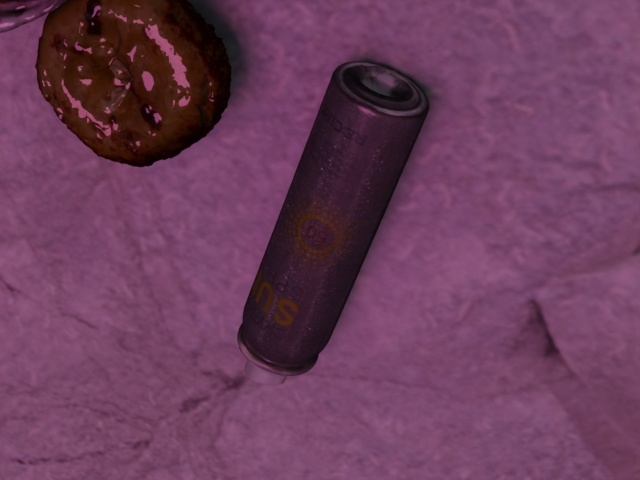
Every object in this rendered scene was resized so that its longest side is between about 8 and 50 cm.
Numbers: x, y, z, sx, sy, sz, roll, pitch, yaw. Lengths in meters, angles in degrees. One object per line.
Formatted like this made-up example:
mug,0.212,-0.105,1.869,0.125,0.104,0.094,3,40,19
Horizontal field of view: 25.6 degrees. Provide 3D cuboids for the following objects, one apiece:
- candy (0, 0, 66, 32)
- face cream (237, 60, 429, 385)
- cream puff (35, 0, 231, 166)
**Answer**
candy,-0.212,-0.264,0.924,0.214,0.157,0.289,34,121,-24
face cream,0.000,0.000,1.058,0.073,0.073,0.284,26,124,5
cream puff,-0.133,-0.130,1.028,0.149,0.084,0.149,7,117,15
